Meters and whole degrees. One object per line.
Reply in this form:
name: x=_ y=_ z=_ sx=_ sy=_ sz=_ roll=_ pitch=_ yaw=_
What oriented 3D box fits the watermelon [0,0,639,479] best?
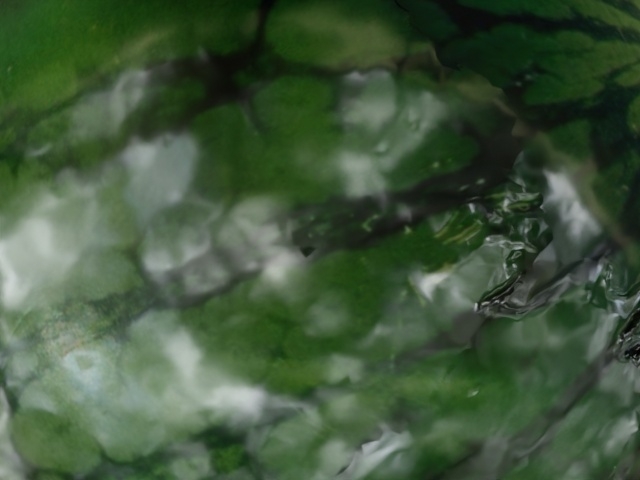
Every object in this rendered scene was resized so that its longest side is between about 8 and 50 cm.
watermelon: x=0.000 y=0.000 z=0.715 sx=0.363 sy=0.363 sz=0.363 roll=8 pitch=137 yaw=7
